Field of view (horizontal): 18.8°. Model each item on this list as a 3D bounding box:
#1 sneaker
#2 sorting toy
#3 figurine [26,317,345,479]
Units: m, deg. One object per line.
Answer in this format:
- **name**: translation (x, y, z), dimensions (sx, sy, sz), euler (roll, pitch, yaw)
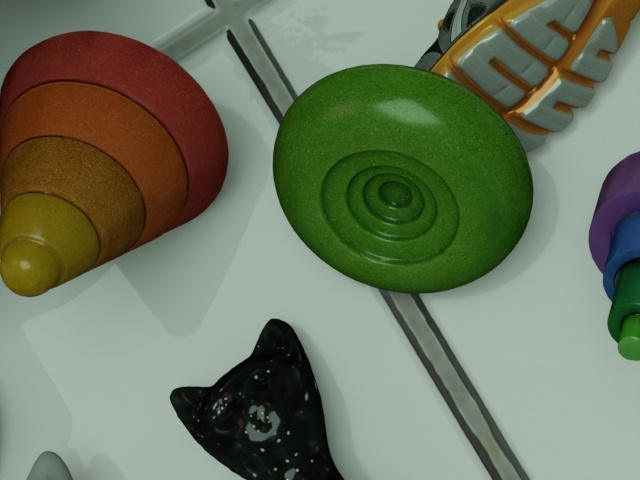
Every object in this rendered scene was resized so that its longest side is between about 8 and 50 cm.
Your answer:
- **sneaker**: translation (0.105, -0.124, 0.934), dimensions (0.215, 0.084, 0.083), euler (-48, 47, 9)
- **sorting toy**: translation (0.000, 0.000, 0.886), dimensions (0.366, 0.126, 0.127), euler (9, 129, 14)
- **figurine**: translation (-0.058, 0.169, 0.917), dimensions (0.215, 0.092, 0.209), euler (-29, 69, -4)
